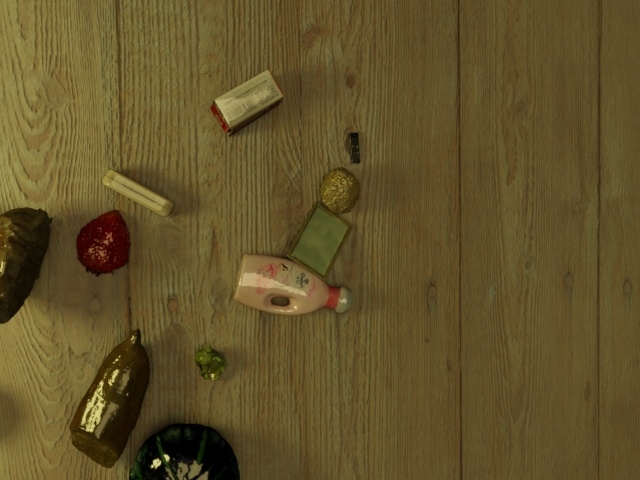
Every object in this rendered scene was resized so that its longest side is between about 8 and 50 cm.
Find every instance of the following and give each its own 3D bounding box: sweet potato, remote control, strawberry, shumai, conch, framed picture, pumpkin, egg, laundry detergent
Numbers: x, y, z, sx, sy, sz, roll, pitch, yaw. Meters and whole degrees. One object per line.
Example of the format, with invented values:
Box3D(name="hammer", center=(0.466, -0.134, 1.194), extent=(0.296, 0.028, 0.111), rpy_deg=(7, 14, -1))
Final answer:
Box3D(name="sweet potato", center=(-0.542, 0.413, 1.618), extent=(0.157, 0.158, 0.370), rpy_deg=(26, 79, -13))
Box3D(name="remote control", center=(0.100, -0.274, 1.803), extent=(0.034, 0.016, 0.091), rpy_deg=(-7, 94, -29))
Box3D(name="strawberry", center=(-0.575, 0.006, 1.629), extent=(0.146, 0.082, 0.187), rpy_deg=(21, 83, -20))
Box3D(name="shumai", center=(-0.828, 0.043, 1.458), extent=(0.262, 0.267, 0.314), rpy_deg=(14, 48, -12))
Box3D(name="conch", center=(-0.307, 0.344, 1.701), extent=(0.089, 0.074, 0.121), rpy_deg=(12, 114, 20))
Box3D(name="framed picture", center=(0.000, 0.000, 1.757), extent=(0.135, 0.010, 0.201), rpy_deg=(34, 63, -11))
Box3D(name="pumpkin", center=(-0.358, 0.648, 1.622), extent=(0.314, 0.238, 0.316), rpy_deg=(0, 91, -9))
Box3D(name="egg", center=(0.057, -0.144, 1.746), extent=(0.116, 0.118, 0.140), rpy_deg=(-5, 110, 6))
Box3D(name="laundry detergent", center=(-0.074, 0.141, 1.742), extent=(0.334, 0.088, 0.159), rpy_deg=(15, 88, -14))

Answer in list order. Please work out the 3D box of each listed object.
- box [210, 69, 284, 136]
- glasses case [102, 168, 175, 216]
Box3D(name="box", center=(-0.202, -0.375, 1.668), extent=(0.182, 0.133, 0.099), rpy_deg=(-34, 99, -12))
Box3D(name="glasses case", center=(-0.488, -0.127, 1.634), extent=(0.196, 0.083, 0.050), rpy_deg=(29, 84, -15))
